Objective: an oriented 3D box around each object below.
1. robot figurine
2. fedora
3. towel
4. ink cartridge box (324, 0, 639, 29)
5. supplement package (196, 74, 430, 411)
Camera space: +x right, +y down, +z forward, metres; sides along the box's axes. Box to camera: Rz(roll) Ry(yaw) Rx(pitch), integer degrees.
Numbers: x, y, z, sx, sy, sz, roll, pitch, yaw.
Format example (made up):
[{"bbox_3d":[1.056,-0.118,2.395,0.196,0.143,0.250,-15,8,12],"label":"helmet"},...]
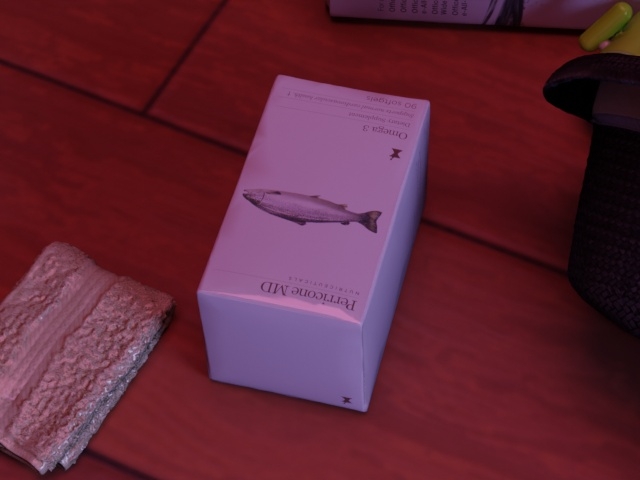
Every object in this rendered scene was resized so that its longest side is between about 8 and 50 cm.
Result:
[{"bbox_3d":[0.226,-0.117,1.120,0.101,0.067,0.115,46,62,-4],"label":"robot figurine"},{"bbox_3d":[0.269,0.014,0.946,0.334,0.334,0.152,22,91,17],"label":"fedora"},{"bbox_3d":[-0.168,0.071,1.020,0.110,0.027,0.148,25,58,18],"label":"towel"},{"bbox_3d":[0.163,-0.279,1.205,0.307,0.129,0.223,3,54,5],"label":"ink cartridge box"},{"bbox_3d":[0.000,0.000,1.018,0.105,0.105,0.179,11,55,9],"label":"supplement package"}]
